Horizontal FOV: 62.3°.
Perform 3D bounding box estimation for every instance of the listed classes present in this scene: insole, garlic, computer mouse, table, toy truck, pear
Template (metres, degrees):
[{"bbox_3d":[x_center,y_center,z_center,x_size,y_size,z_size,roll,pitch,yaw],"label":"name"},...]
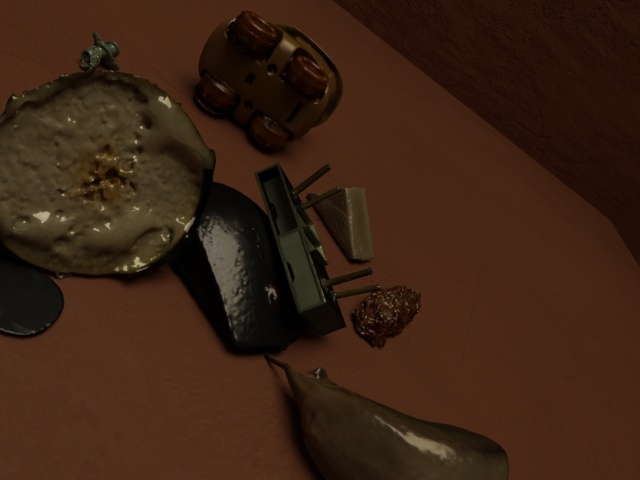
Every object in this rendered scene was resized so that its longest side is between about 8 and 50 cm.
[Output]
[{"bbox_3d":[-0.423,-0.011,0.531,0.348,0.009,0.119,34,34,-12],"label":"insole"},{"bbox_3d":[0.081,0.263,0.667,0.338,0.151,0.196,24,8,-14],"label":"garlic"},{"bbox_3d":[-0.113,0.020,0.757,0.168,0.087,0.295,-7,58,-55],"label":"computer mouse"},{"bbox_3d":[0.000,0.000,0.789,0.121,0.111,0.240,57,12,-62],"label":"table"},{"bbox_3d":[-0.098,-0.326,1.087,0.288,0.204,0.211,35,29,-11],"label":"toy truck"},{"bbox_3d":[-0.279,-0.096,0.647,0.267,0.267,0.178,8,19,-43],"label":"pear"}]

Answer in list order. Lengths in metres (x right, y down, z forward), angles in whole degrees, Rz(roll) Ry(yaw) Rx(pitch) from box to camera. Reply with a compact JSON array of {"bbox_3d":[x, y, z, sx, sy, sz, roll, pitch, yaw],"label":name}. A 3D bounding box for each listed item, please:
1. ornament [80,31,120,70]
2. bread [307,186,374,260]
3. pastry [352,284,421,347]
[{"bbox_3d":[-0.384,-0.329,0.932,0.068,0.041,0.092,68,22,0],"label":"ornament"},{"bbox_3d":[0.041,-0.030,1.052,0.077,0.105,0.152,1,82,-48],"label":"bread"},{"bbox_3d":[0.123,0.119,0.921,0.087,0.063,0.169,52,32,12],"label":"pastry"}]
